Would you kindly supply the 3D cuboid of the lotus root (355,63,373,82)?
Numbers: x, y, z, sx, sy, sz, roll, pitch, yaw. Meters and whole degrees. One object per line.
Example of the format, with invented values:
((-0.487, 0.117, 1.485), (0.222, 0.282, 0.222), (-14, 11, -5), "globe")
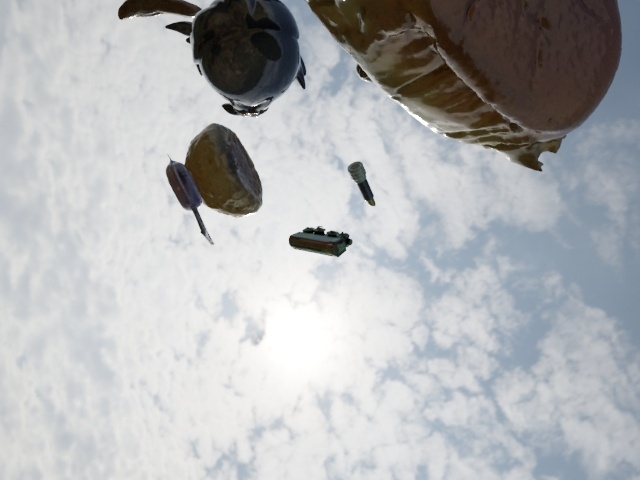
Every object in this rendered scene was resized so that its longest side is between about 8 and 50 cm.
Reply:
((0.113, -0.354, 1.198), (0.072, 0.152, 0.063), (-31, -84, 28), "lotus root")

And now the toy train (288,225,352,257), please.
((0.000, 0.000, 1.283), (0.148, 0.071, 0.038), (10, -58, 42), "toy train")

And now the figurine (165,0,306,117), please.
((-0.116, -0.295, 0.930), (0.175, 0.265, 0.197), (-32, -87, 6), "figurine")

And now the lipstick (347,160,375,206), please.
((0.094, -0.119, 1.304), (0.037, 0.037, 0.116), (19, -32, 43), "lipstick")

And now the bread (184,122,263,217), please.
((-0.241, -0.159, 1.454), (0.134, 0.244, 0.244), (-23, -100, 14), "bread")

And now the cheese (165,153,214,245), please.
((-0.253, -0.081, 1.147), (0.191, 0.042, 0.105), (62, -6, 12), "cheese")

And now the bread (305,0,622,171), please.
((0.148, -0.252, 0.597), (0.183, 0.389, 0.236), (-4, -117, 51), "bread")

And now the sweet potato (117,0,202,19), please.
((-0.352, -0.516, 1.307), (0.054, 0.182, 0.053), (-99, -172, -64), "sweet potato")
